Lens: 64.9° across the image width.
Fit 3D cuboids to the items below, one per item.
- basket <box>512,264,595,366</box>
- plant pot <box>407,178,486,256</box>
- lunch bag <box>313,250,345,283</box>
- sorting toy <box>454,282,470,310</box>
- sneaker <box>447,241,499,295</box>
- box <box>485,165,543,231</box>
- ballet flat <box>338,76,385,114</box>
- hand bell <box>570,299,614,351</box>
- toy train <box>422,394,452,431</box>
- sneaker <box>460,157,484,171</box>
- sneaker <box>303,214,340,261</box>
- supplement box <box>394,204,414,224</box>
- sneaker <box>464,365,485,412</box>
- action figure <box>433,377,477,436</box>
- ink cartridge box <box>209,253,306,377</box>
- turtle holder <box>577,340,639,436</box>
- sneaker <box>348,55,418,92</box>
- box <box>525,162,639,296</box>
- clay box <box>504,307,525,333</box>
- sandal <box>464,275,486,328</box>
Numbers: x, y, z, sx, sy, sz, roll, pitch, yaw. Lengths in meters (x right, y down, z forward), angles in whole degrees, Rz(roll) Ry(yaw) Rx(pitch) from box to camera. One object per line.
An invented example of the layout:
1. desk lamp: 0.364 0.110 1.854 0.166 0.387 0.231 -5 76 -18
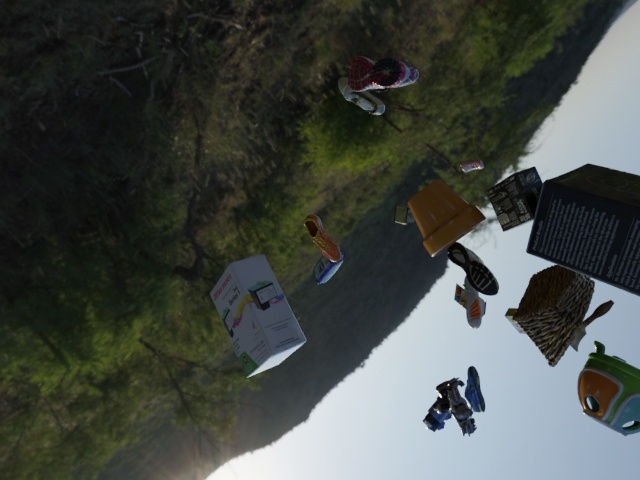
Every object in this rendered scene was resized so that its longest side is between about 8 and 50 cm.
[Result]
1. basket: 0.825 0.232 1.687 0.213 0.223 0.299 -37 -176 46
2. plant pot: 0.382 -0.083 1.591 0.205 0.188 0.205 -33 169 -7
3. lunch bag: 0.035 0.112 2.234 0.129 0.096 0.151 -55 -174 30
4. sorting toy: 0.383 0.143 1.367 0.012 0.083 0.062 -13 -147 -18
5. sneaker: 0.689 0.123 2.211 0.121 0.300 0.111 11 127 -40
6. box: 0.601 -0.121 1.527 0.078 0.147 0.180 -19 171 -11
7. ballet flat: 0.158 -0.602 2.106 0.086 0.248 0.086 -48 163 -20
8. hand bell: 1.083 0.325 2.036 0.242 0.126 0.126 -46 179 13
9. toy train: 0.476 0.665 1.976 0.184 0.080 0.105 -48 138 -3
10. sneaker: 0.664 -0.327 2.221 0.070 0.051 0.134 -30 -165 -1
11. sneaker: 0.000 0.000 1.605 0.064 0.175 0.067 -35 -175 28
12. supplement box: 0.418 -0.129 2.502 0.056 0.083 0.083 -8 -163 -41
13. sneaker: 0.637 0.632 2.133 0.082 0.209 0.069 -8 -169 37
14. action figure: 0.466 0.558 1.727 0.099 0.185 0.285 -8 176 -4
15. ink cartridge box: -0.182 0.209 1.406 0.117 0.278 0.201 -15 158 -37
16. turtle holder: 0.950 0.485 1.588 0.320 0.243 0.227 35 82 -47
17. sneaker: 0.204 -0.569 1.744 0.112 0.299 0.120 -6 111 -36
18. box: 0.786 -0.028 1.267 0.294 0.395 0.212 -20 124 -39
19. clay box: 0.930 0.354 2.189 0.053 0.127 0.222 -50 -163 -22
20. sandal: 0.750 0.288 2.404 0.076 0.265 0.102 -1 174 -24
